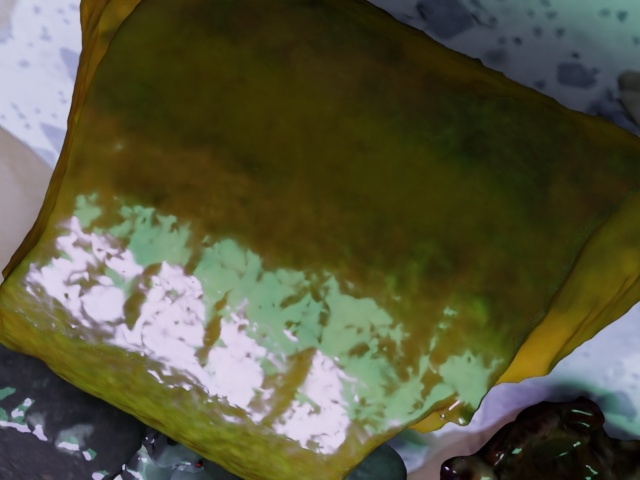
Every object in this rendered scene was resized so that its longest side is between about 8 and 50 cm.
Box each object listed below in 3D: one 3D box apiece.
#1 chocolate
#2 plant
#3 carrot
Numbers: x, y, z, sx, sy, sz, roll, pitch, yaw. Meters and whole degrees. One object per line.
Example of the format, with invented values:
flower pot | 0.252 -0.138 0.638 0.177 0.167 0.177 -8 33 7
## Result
chocolate | 0.142 0.184 1.046 0.206 0.224 0.177 22 113 48
plant | -0.085 0.120 1.084 0.275 0.149 0.146 28 149 0
carrot | 0.000 0.000 0.884 0.341 0.241 0.241 27 133 0
